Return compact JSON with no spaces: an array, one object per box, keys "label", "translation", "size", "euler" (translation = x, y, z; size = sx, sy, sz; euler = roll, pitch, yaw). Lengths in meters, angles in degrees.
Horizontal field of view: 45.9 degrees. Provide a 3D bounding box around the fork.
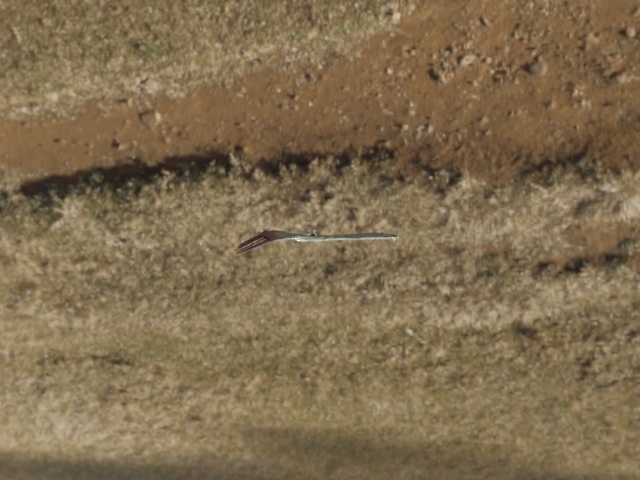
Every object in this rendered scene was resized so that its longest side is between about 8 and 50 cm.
[{"label":"fork","translation":[0.000,-0.001,0.493],"size":[0.115,0.016,0.012],"euler":[-4,120,-21]}]
